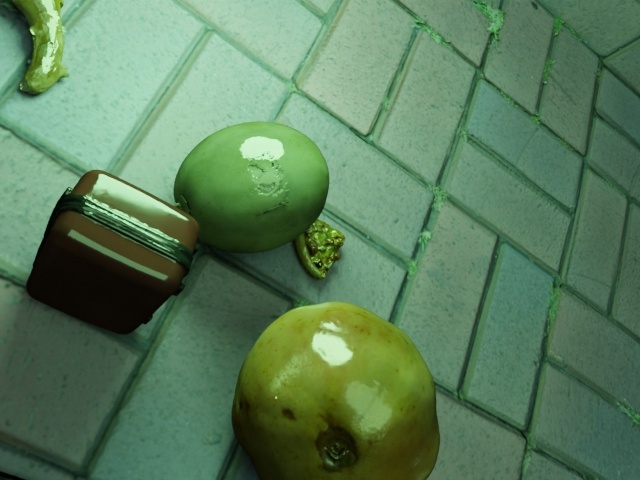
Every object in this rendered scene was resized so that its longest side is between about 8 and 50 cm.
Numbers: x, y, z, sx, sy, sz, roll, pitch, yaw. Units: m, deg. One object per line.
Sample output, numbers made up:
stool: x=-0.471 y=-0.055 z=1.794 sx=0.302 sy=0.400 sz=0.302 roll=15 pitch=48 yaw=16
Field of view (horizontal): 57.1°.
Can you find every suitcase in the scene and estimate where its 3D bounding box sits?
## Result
suitcase: x=-0.363 y=0.031 z=1.021 sx=0.236 sy=0.297 sz=0.161 roll=29 pitch=54 yaw=-20

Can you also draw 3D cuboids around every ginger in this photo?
ginger: x=-0.570 y=-0.436 z=1.176 sx=0.131 sy=0.086 sz=0.294 roll=6 pitch=76 yaw=-52

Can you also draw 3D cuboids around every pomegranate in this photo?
pomegranate: x=0.026 y=0.313 z=1.128 sx=0.412 sy=0.411 sz=0.411 roll=9 pitch=70 yaw=-28

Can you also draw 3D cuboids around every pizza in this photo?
pizza: x=0.000 y=0.000 z=1.388 sx=0.134 sy=0.046 sz=0.175 roll=-21 pitch=86 yaw=-33

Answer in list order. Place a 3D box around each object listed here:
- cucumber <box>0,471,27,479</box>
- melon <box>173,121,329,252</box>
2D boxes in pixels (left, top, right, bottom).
cucumber: x=-0.547 y=0.392 z=0.942 sx=0.220 sy=0.070 sz=0.046 roll=31 pitch=23 yaw=-17
melon: x=-0.142 y=-0.108 z=1.209 sx=0.330 sy=0.268 sz=0.268 roll=-15 pitch=82 yaw=-25
